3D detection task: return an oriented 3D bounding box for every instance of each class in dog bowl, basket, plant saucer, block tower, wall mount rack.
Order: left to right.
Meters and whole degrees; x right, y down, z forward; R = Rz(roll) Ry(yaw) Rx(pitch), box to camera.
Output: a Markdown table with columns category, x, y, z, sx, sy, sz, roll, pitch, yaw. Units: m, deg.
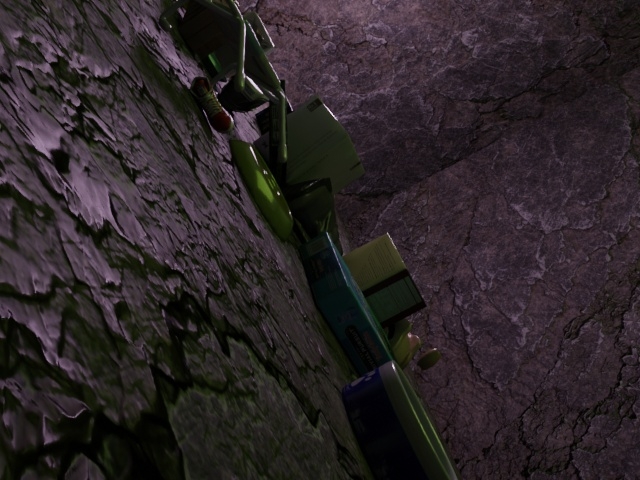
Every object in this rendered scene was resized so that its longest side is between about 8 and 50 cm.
| category | x | y | z | sx | sy | sz | roll | pitch | yaw |
| --- | --- | --- | --- | --- | --- | --- | --- | --- | --- |
| block tower | -0.263 | -0.536 | 1.834 | 0.091 | 0.097 | 0.335 | 55 | 16 | -26 |
| plant saucer | -0.268 | -0.435 | 1.880 | 0.119 | 0.021 | 0.119 | 60 | 7 | -12 |
| basket | -0.215 | -0.500 | 1.989 | 0.113 | 0.167 | 0.103 | 62 | 0 | -4 |
| wall mount rack | -0.153 | -0.317 | 1.450 | 0.304 | 0.130 | 0.350 | 40 | -10 | 36 |
| plant saucer | -0.115 | -0.111 | 1.601 | 0.241 | 0.037 | 0.241 | 61 | 5 | -9 |
| dog bowl | 0.142 | 0.348 | 1.329 | 0.265 | 0.104 | 0.265 | 62 | 4 | -7 |

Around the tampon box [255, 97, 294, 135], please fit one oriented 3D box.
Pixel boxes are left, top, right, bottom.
| category | x | y | z | sx | sy | sz | roll | pitch | yaw |
| --- | --- | --- | --- | --- | --- | --- | --- | --- | --- |
| tampon box | -0.121 | -0.352 | 2.432 | 0.101 | 0.120 | 0.161 | 57 | 7 | -42 |

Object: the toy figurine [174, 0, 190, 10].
| category | x | y | z | sx | sy | sz | roll | pitch | yaw |
| --- | --- | --- | --- | --- | --- | --- | --- | --- | --- |
| toy figurine | -0.343 | -0.794 | 1.948 | 0.362 | 0.217 | 0.191 | 61 | 5 | -3 |

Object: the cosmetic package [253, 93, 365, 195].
| category | x | y | z | sx | sy | sz | roll | pitch | yaw |
| --- | --- | --- | --- | --- | --- | --- | --- | --- | --- |
| cosmetic package | -0.020 | -0.230 | 2.137 | 0.156 | 0.217 | 0.385 | 53 | 4 | 13 |

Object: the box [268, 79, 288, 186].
| category | x | y | z | sx | sy | sz | roll | pitch | yaw |
| --- | --- | --- | --- | --- | --- | --- | --- | --- | --- |
| box | -0.102 | -0.255 | 1.841 | 0.184 | 0.045 | 0.190 | 103 | -15 | -61 |

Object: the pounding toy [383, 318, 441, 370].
| category | x | y | z | sx | sy | sz | roll | pitch | yaw |
| --- | --- | --- | --- | --- | --- | --- | --- | --- | --- |
| pounding toy | 0.184 | 0.293 | 1.994 | 0.269 | 0.154 | 0.155 | 33 | -24 | 58 |

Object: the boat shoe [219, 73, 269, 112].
| category | x | y | z | sx | sy | sz | roll | pitch | yaw |
| --- | --- | --- | --- | --- | --- | --- | --- | --- | --- |
| boat shoe | -0.184 | -0.365 | 1.902 | 0.108 | 0.102 | 0.301 | 51 | 13 | -10 |

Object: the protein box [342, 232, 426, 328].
| category | x | y | z | sx | sy | sz | roll | pitch | yaw |
| --- | --- | --- | --- | --- | --- | --- | --- | --- | --- |
| protein box | 0.135 | 0.119 | 1.983 | 0.136 | 0.201 | 0.200 | 60 | 5 | -28 |

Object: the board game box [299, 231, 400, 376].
| category | x | y | z | sx | sy | sz | roll | pitch | yaw |
| --- | --- | --- | --- | --- | --- | --- | --- | --- | --- |
| board game box | 0.076 | 0.180 | 1.744 | 0.336 | 0.079 | 0.254 | 60 | 5 | -28 |

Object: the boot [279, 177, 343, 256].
| category | x | y | z | sx | sy | sz | roll | pitch | yaw |
| --- | --- | --- | --- | --- | --- | --- | --- | --- | --- |
| boot | -0.009 | -0.036 | 1.882 | 0.338 | 0.118 | 0.222 | -22 | 100 | -71 |

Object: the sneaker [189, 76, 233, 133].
| category | x | y | z | sx | sy | sz | roll | pitch | yaw |
| --- | --- | --- | --- | --- | --- | --- | --- | --- | --- |
| sneaker | -0.202 | -0.251 | 1.408 | 0.118 | 0.042 | 0.067 | 56 | -3 | 29 |

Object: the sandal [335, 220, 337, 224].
| category | x | y | z | sx | sy | sz | roll | pitch | yaw |
| --- | --- | --- | --- | --- | --- | --- | --- | --- | --- |
| sandal | 0.016 | -0.051 | 2.229 | 0.097 | 0.054 | 0.254 | 64 | 5 | 19 |
